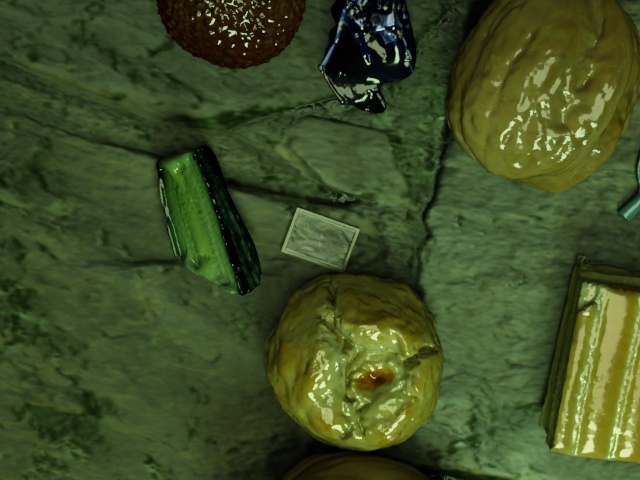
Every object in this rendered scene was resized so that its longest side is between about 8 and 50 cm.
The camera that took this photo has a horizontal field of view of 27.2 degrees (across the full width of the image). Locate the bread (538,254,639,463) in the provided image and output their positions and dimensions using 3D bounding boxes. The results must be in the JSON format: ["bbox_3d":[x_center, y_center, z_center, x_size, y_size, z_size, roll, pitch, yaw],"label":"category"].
[{"bbox_3d":[0.425,0.160,1.718,0.239,0.111,0.246,7,102,-5],"label":"bread"}]

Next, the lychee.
[{"bbox_3d":[-0.106,-0.295,1.570,0.194,0.194,0.195,0,105,0],"label":"lychee"}]

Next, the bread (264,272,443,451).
[{"bbox_3d":[0.044,0.160,1.700,0.244,0.134,0.245,0,98,-2],"label":"bread"}]

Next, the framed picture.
[{"bbox_3d":[0.000,0.000,1.732,0.089,0.007,0.066,20,104,-5],"label":"framed picture"}]

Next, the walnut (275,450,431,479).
[{"bbox_3d":[0.053,0.421,1.712,0.313,0.277,0.252,43,134,-14],"label":"walnut"}]

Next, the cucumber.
[{"bbox_3d":[-0.139,-0.026,1.690,0.085,0.115,0.193,-29,102,-37],"label":"cucumber"}]

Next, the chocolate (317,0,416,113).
[{"bbox_3d":[0.063,-0.318,1.587,0.148,0.126,0.344,-6,106,-3],"label":"chocolate"}]

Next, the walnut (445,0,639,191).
[{"bbox_3d":[0.268,-0.193,1.578,0.224,0.257,0.257,16,107,-37],"label":"walnut"}]

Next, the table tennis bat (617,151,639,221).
[{"bbox_3d":[0.444,-0.084,1.701,0.100,0.019,0.155,42,100,-10],"label":"table tennis bat"}]
